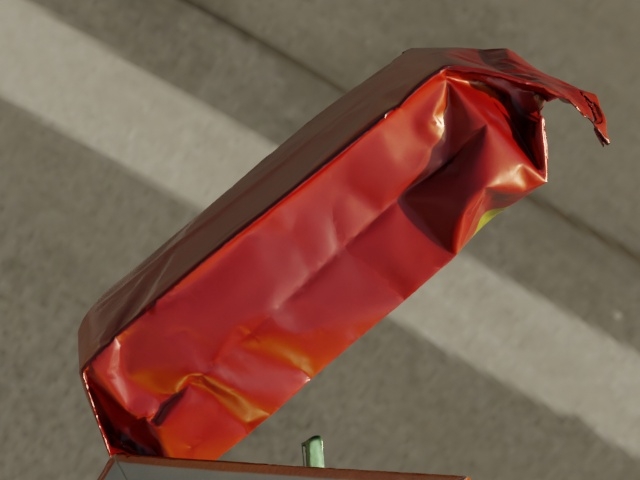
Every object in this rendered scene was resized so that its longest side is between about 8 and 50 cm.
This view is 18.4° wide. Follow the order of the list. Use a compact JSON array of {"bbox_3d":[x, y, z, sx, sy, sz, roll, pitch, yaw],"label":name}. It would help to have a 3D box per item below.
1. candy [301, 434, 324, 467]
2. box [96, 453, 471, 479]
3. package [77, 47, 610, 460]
[{"bbox_3d":[0.010,0.311,1.445,0.092,0.093,0.335,4,79,-48],"label":"candy"},{"bbox_3d":[-0.033,0.333,1.098,0.257,0.319,0.348,49,57,-31],"label":"box"},{"bbox_3d":[-0.001,0.001,1.356,0.123,0.423,0.196,51,1,-13],"label":"package"}]
